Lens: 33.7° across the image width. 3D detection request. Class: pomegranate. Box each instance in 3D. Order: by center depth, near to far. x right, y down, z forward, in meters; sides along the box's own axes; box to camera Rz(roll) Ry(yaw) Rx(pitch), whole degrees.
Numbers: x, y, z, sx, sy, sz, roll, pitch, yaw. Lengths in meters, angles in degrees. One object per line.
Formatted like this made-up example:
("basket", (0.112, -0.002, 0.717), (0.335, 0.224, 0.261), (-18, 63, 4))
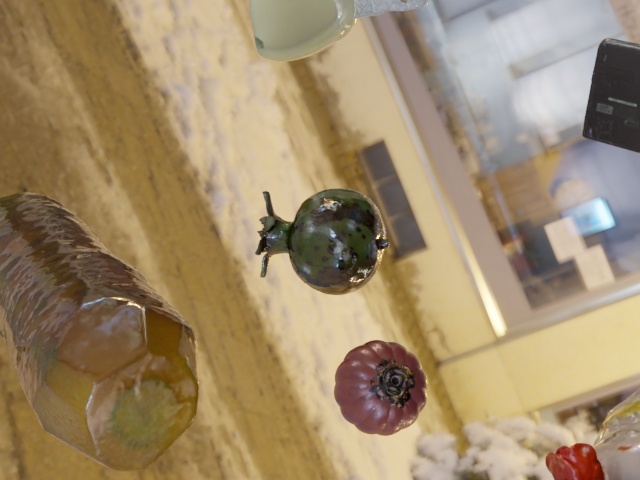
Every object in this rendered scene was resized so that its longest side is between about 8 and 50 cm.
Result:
("pomegranate", (0.002, -0.002, 1.368), (0.148, 0.169, 0.148), (-173, -90, -84))

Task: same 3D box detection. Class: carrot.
("carrot", (-0.173, 0.055, 0.746), (0.302, 0.114, 0.114), (35, -21, 56))

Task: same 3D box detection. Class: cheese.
("cheese", (0.023, -0.314, 1.413), (0.054, 0.251, 0.127), (-34, 118, -62))

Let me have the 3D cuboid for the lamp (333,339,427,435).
("lamp", (0.067, 0.164, 1.178), (0.092, 0.107, 0.107), (133, -60, -65))

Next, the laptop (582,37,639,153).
("laptop", (0.474, -0.190, 1.479), (0.026, 0.207, 0.154), (-29, 131, -48))

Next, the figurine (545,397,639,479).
("figurine", (0.205, 0.176, 0.720), (0.185, 0.127, 0.234), (29, 62, -6))

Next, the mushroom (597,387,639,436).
("mushroom", (0.303, 0.265, 1.056), (0.109, 0.097, 0.351), (-63, 166, -53))
